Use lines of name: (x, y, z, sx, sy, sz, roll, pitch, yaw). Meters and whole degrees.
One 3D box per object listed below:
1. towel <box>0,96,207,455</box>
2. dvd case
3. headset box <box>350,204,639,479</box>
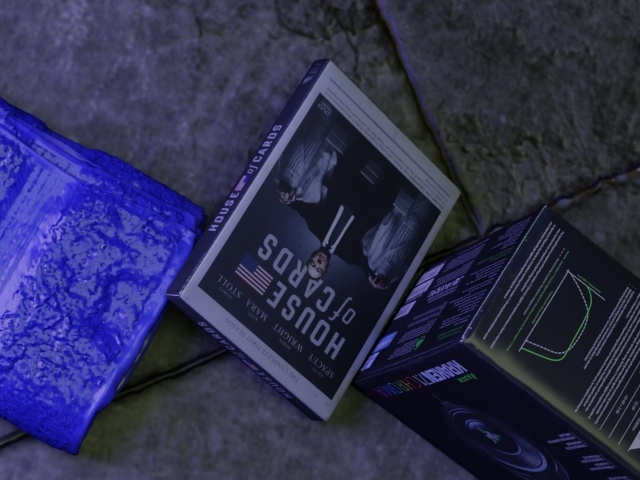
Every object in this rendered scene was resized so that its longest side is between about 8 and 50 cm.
towel: (-0.260, -0.003, 1.235, 0.308, 0.076, 0.228, 30, 70, -10)
dvd case: (0.000, 0.000, 1.311, 0.179, 0.029, 0.239, 43, 66, -28)
headset box: (0.202, 0.130, 1.267, 0.283, 0.246, 0.131, 37, 69, -8)
